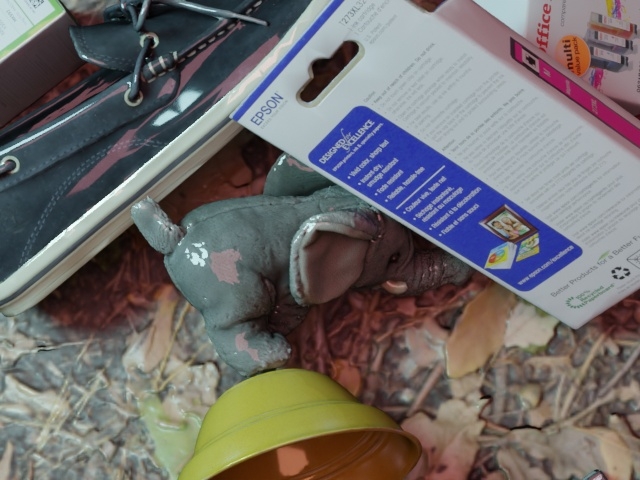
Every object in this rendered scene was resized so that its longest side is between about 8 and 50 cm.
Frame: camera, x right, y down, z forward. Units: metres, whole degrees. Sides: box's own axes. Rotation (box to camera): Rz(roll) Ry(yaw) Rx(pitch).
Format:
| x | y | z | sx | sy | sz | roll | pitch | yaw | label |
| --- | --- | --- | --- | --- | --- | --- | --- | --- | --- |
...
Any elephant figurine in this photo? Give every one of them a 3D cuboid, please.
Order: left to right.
| x | y | z | sx | sy | sz | roll | pitch | yaw | label |
| --- | --- | --- | --- | --- | --- | --- | --- | --- | --- |
| 0.000 | 0.000 | 0.915 | 0.239 | 0.186 | 0.169 | -31 | 75 | 3 | elephant figurine |

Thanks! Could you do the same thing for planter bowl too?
| x | y | z | sx | sy | sz | roll | pitch | yaw | label |
| --- | --- | --- | --- | --- | --- | --- | --- | --- | --- |
| -0.032 | 0.168 | 0.879 | 0.217 | 0.217 | 0.090 | -19 | 60 | 0 | planter bowl |

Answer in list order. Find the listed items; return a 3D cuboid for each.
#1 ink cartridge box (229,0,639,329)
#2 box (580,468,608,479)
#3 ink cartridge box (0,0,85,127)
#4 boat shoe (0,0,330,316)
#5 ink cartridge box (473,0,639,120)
| x | y | z | sx | sy | sz | roll | pitch | yaw | label |
| --- | --- | --- | --- | --- | --- | --- | --- | --- | --- |
| 0.131 | -0.069 | 0.839 | 0.371 | 0.176 | 0.069 | 29 | 43 | -21 | ink cartridge box |
| 0.231 | 0.252 | 0.929 | 0.083 | 0.018 | 0.067 | -35 | 81 | -3 | box |
| -0.318 | -0.151 | 0.982 | 0.209 | 0.109 | 0.062 | -39 | 80 | -3 | ink cartridge box |
| -0.145 | -0.146 | 0.927 | 0.500 | 0.187 | 0.156 | -41 | 106 | 1 | boat shoe |
| 0.211 | -0.171 | 0.913 | 0.176 | 0.127 | 0.128 | 10 | 81 | -23 | ink cartridge box |
